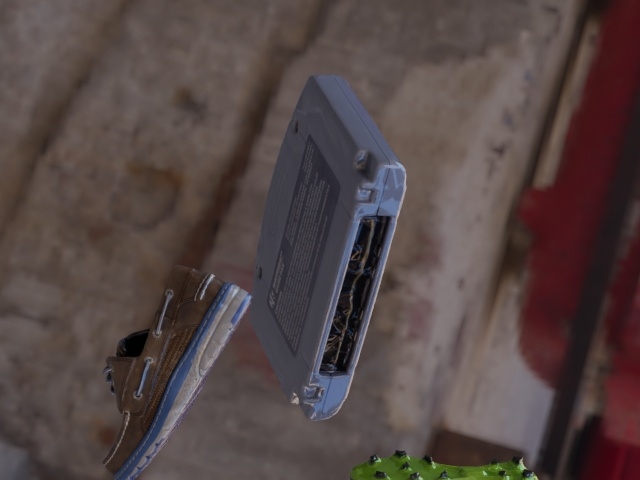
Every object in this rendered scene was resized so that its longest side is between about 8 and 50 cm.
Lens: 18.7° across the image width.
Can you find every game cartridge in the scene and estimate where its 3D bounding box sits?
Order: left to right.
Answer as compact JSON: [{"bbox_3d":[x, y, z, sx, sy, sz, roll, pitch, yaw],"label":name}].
[{"bbox_3d":[0.000,0.000,1.874,0.196,0.060,0.294,56,-40,47],"label":"game cartridge"}]

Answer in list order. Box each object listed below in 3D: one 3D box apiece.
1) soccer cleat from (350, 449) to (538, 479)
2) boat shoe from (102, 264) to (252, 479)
[{"bbox_3d":[0.112,0.233,1.763,0.060,0.178,0.072,-114,-149,-65],"label":"soccer cleat"},{"bbox_3d":[-0.116,0.092,1.376,0.183,0.066,0.066,-58,177,23],"label":"boat shoe"}]
